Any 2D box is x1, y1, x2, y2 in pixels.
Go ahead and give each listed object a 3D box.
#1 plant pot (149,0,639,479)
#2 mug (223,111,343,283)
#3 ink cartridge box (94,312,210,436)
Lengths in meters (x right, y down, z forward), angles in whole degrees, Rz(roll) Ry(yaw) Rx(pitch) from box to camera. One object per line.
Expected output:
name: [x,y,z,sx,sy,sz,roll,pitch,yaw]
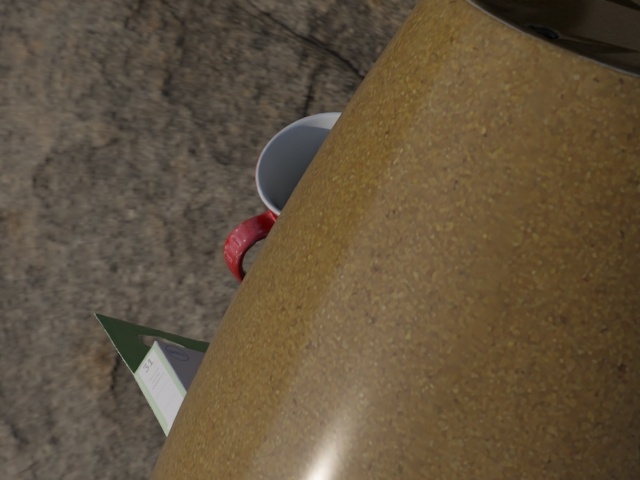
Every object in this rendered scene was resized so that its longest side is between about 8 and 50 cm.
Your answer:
plant pot: [0.065,0.048,0.425,0.237,0.237,0.254,22,118,15]
mug: [0.002,-0.008,1.101,0.150,0.169,0.113,-8,55,7]
ink cartridge box: [-0.120,0.142,1.387,0.056,0.171,0.235,-56,42,16]
